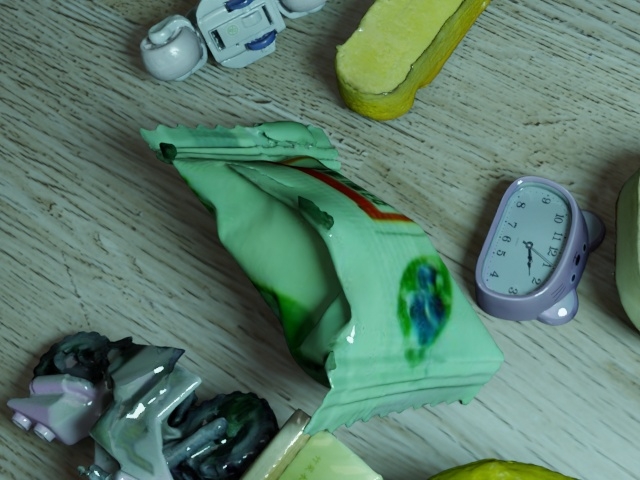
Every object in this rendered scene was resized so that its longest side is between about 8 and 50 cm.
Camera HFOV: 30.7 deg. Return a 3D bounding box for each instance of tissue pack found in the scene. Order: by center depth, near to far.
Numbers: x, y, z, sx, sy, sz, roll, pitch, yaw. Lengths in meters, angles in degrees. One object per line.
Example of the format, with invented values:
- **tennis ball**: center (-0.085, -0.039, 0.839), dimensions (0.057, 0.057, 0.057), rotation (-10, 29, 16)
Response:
- **tissue pack**: center (-0.036, 0.296, 1.087), dimensions (0.125, 0.159, 0.234), rotation (35, 79, 27)

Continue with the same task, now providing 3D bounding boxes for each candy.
- **candy**: center (-0.003, 0.005, 1.174), dimensions (0.172, 0.262, 0.398), rotation (-56, 51, 22)

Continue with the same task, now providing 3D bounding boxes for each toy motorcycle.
- **toy motorcycle**: center (-0.201, 0.197, 1.180), dimensions (0.327, 0.143, 0.188), rotation (15, 56, 36)
- **toy motorcycle**: center (-0.103, -0.275, 1.416), dimensions (0.254, 0.112, 0.112), rotation (-26, 62, 1)

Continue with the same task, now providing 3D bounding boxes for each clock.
- **clock**: center (0.227, 0.010, 1.209), dimensions (0.110, 0.050, 0.153), rotation (17, 71, 21)

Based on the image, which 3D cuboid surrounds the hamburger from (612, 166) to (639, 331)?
- **hamburger**: center (0.365, 0.008, 1.118), dimensions (0.116, 0.173, 0.210), rotation (-21, 53, 49)

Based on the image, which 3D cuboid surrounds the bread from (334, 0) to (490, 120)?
- **bread**: center (0.110, -0.247, 1.340), dimensions (0.102, 0.094, 0.246), rotation (32, 78, 16)

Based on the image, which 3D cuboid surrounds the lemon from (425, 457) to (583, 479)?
- **lemon**: center (0.169, 0.314, 0.976), dimensions (0.260, 0.260, 0.284), rotation (-38, 62, -4)
